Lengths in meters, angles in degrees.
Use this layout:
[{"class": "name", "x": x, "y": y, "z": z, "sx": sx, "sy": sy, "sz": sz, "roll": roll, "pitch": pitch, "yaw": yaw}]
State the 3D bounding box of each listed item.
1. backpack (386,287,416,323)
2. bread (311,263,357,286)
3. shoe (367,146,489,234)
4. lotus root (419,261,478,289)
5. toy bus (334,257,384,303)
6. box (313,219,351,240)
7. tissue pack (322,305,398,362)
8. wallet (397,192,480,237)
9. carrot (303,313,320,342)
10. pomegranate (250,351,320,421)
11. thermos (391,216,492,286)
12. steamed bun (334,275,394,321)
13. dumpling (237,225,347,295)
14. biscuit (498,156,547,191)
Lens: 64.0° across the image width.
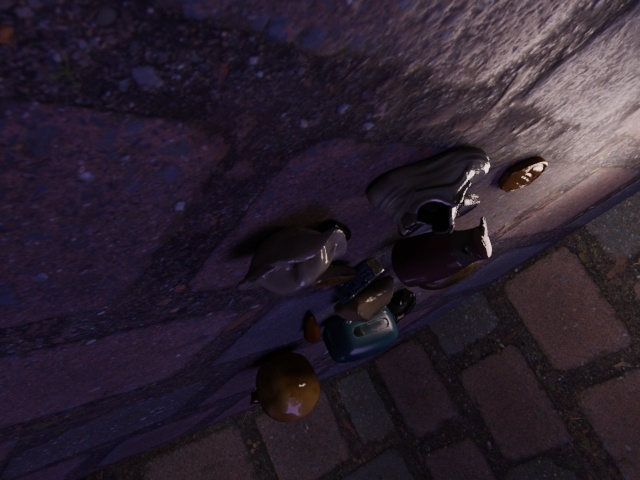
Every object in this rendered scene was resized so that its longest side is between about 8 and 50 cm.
[{"class": "backpack", "x": 0.336, "y": 0.279, "z": 2.214, "sx": 0.165, "sy": 0.106, "sz": 0.120, "roll": -43, "pitch": 151, "yaw": -18}, {"class": "bread", "x": 0.036, "y": 0.091, "z": 1.419, "sx": 0.073, "sy": 0.053, "sz": 0.214, "roll": -33, "pitch": 163, "yaw": 27}, {"class": "shoe", "x": 0.264, "y": -0.092, "z": 1.104, "sx": 0.316, "sy": 0.159, "sz": 0.124, "roll": -17, "pitch": 157, "yaw": -20}, {"class": "lotus root", "x": 0.416, "y": 0.074, "z": 1.722, "sx": 0.275, "sy": 0.160, "sz": 0.152, "roll": -16, "pitch": 168, "yaw": -30}, {"class": "toy bus", "x": 0.119, "y": 0.125, "z": 1.607, "sx": 0.075, "sy": 0.064, "sz": 0.190, "roll": -27, "pitch": 165, "yaw": -42}, {"class": "box", "x": 0.000, "y": 0.000, "z": 1.186, "sx": 0.126, "sy": 0.027, "sz": 0.125, "roll": -31, "pitch": 158, "yaw": 14}, {"class": "tissue pack", "x": 0.167, "y": 0.368, "z": 2.066, "sx": 0.287, "sy": 0.198, "sz": 0.206, "roll": -13, "pitch": 158, "yaw": -23}, {"class": "wallet", "x": 0.312, "y": -0.076, "z": 1.345, "sx": 0.170, "sy": 0.069, "sz": 0.231, "roll": -36, "pitch": 165, "yaw": 35}, {"class": "carrot", "x": -0.036, "y": 0.327, "z": 1.909, "sx": 0.069, "sy": 0.069, "sz": 0.336, "roll": -25, "pitch": 157, "yaw": -8}, {"class": "pomegranate", "x": -0.136, "y": 0.617, "z": 2.164, "sx": 0.307, "sy": 0.307, "sz": 0.307, "roll": -24, "pitch": 160, "yaw": -9}, {"class": "thermos", "x": 0.352, "y": 0.031, "z": 1.439, "sx": 0.265, "sy": 0.146, "sz": 0.176, "roll": -21, "pitch": -176, "yaw": 45}, {"class": "steamed bun", "x": 0.150, "y": 0.225, "z": 1.777, "sx": 0.231, "sy": 0.110, "sz": 0.212, "roll": -27, "pitch": 177, "yaw": -38}, {"class": "dumpling", "x": -0.055, "y": 0.041, "z": 1.053, "sx": 0.250, "sy": 0.132, "sz": 0.162, "roll": -21, "pitch": 163, "yaw": -18}, {"class": "biscuit", "x": 0.586, "y": -0.187, "z": 1.478, "sx": 0.142, "sy": 0.029, "sz": 0.220, "roll": -37, "pitch": 158, "yaw": 23}]
